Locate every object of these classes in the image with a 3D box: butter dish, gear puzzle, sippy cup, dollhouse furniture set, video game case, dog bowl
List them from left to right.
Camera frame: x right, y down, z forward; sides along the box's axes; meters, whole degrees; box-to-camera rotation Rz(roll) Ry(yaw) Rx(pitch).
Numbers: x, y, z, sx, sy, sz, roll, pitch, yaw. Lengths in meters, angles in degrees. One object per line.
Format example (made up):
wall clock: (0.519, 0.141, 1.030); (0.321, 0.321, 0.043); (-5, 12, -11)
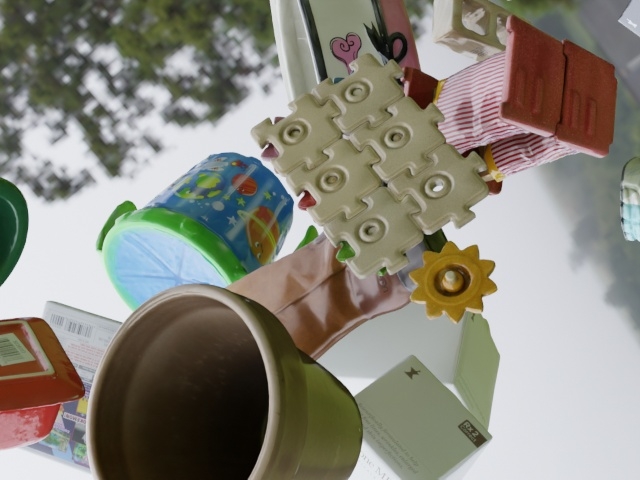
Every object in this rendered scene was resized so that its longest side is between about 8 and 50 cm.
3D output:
butter dish: (-0.322, 0.155, 1.365); (0.159, 0.118, 0.160); (-5, -152, -27)
video game case: (-0.262, 0.184, 1.682); (0.201, 0.184, 0.023); (15, 180, 21)
sippy cup: (-0.157, -0.003, 2.034); (0.305, 0.240, 0.224); (33, -130, 4)
dog bowl: (0.040, -0.241, 2.056); (0.408, 0.150, 0.408); (167, 90, -84)
gear puzzle: (0.077, -0.045, 1.433); (0.339, 0.175, 0.044); (53, 175, 35)
dollhouse furniture set: (0.211, -0.254, 1.580); (0.152, 0.201, 0.374); (19, -113, -29)

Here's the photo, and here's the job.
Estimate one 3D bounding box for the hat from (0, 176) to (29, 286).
hat: (-0.439, -0.034, 1.563); (0.183, 0.208, 0.173); (30, 146, 27)

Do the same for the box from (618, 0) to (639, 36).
box: (0.550, -0.382, 1.711); (0.179, 0.312, 0.343); (38, 173, 6)

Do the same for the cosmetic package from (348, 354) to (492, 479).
cosmetic package: (0.091, 0.276, 1.797); (0.151, 0.184, 0.151); (-31, -113, -36)

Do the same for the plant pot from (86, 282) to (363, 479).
plant pot: (-0.080, 0.195, 1.499); (0.229, 0.263, 0.263); (21, -142, -52)

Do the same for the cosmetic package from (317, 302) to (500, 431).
cosmetic package: (0.061, 0.178, 2.083); (0.197, 0.365, 0.155); (57, -139, -50)

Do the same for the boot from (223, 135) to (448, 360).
boot: (0.000, 0.000, 1.655); (0.096, 0.280, 0.264); (5, -124, -56)

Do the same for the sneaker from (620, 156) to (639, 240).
sneaker: (0.419, -0.060, 1.545); (0.283, 0.122, 0.110); (-39, -51, -54)
